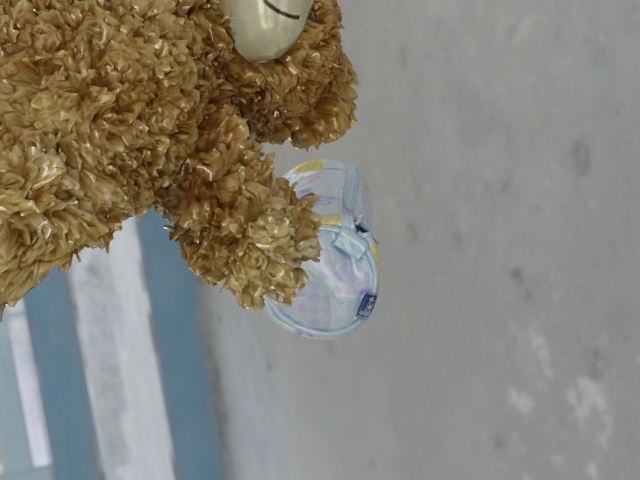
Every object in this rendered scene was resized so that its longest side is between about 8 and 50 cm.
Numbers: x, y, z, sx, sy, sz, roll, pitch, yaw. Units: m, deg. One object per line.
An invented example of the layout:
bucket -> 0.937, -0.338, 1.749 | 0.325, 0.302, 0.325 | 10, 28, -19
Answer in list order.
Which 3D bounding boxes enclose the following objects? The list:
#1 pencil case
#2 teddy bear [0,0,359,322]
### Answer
pencil case -> 0.000, 0.000, 1.385 | 0.273, 0.113, 0.124 | -91, 22, -75
teddy bear -> -0.108, -0.065, 0.608 | 0.245, 0.338, 0.113 | 56, 145, 28
